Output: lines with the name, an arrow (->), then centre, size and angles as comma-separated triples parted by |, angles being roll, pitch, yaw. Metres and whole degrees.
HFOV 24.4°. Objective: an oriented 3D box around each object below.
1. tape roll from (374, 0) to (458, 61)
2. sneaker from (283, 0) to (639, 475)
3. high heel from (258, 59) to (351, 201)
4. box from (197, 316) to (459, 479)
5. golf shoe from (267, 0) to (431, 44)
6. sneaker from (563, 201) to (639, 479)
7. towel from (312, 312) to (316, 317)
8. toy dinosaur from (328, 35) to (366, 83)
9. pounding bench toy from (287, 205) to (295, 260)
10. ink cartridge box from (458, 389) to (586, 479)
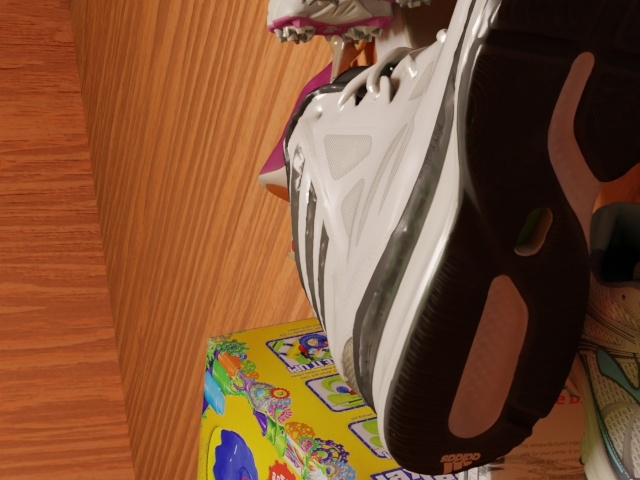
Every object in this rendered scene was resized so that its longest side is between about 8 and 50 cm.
tape roll -> 0.129, -0.195, 1.095 | 0.286, 0.100, 0.286 | 179, 90, -73
sneaker -> 0.079, -0.108, 0.891 | 0.257, 0.169, 0.447 | 47, 125, 48
high heel -> -0.011, -0.116, 1.644 | 0.244, 0.082, 0.117 | 102, -170, -74
box -> 0.031, 0.254, 1.241 | 0.279, 0.177, 0.290 | 39, 131, 50
golf shoe -> 0.027, -0.229, 1.071 | 0.306, 0.115, 0.140 | 171, 100, -72
sneaker -> 0.204, 0.076, 0.867 | 0.283, 0.110, 0.122 | -117, 33, -54
towel -> 0.034, 0.118, 1.530 | 0.282, 0.049, 0.187 | 104, 158, -46
toy dinosaur -> 0.027, -0.200, 1.503 | 0.112, 0.064, 0.211 | 111, 171, -67
pounding bench toy -> 0.000, 0.000, 1.618 | 0.083, 0.052, 0.065 | -146, 55, -69
ink cartridge box -> 0.156, 0.157, 1.024 | 0.063, 0.109, 0.150 | -145, 55, -74
